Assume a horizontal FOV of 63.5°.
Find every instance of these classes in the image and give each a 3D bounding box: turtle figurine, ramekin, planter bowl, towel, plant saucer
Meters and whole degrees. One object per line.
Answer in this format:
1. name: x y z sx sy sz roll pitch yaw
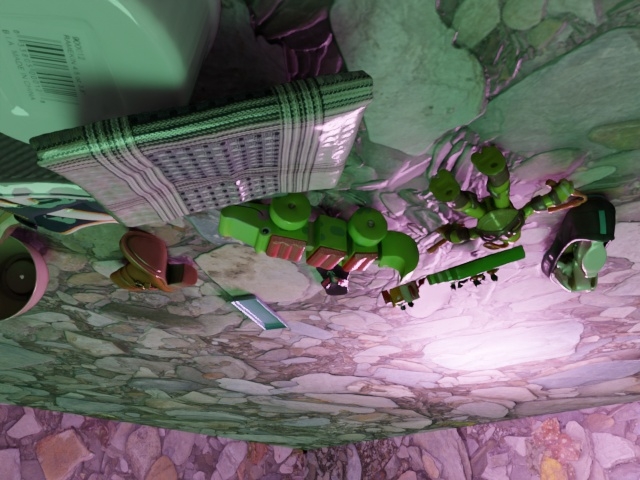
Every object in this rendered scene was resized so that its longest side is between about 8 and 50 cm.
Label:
1. turtle figurine: 0.255 -0.039 0.799 0.270 0.087 0.217 -19 144 32
2. ramekin: -0.242 -0.204 0.491 0.278 0.135 0.277 1 150 1
3. planter bowl: -0.589 0.070 0.981 0.162 0.161 0.109 1 176 1
4. towel: -0.115 -0.080 0.603 0.313 0.056 0.324 -14 174 -9
5. plant saucer: -0.145 0.176 1.259 0.067 0.018 0.192 -9 149 17

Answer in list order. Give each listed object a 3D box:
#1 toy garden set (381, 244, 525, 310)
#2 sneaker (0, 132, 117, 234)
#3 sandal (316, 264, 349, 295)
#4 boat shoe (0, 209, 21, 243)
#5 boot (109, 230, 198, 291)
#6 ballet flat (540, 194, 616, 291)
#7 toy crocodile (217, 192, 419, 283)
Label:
1. toy garden set: 0.216 0.076 0.888 0.204 0.049 0.244 -19 173 -1
2. sneaker: -0.413 -0.081 0.720 0.321 0.126 0.127 10 143 -17
3. sandal: 0.031 0.086 1.070 0.067 0.040 0.179 -3 150 7
4. boat shoe: -0.541 -0.045 0.863 0.190 0.068 0.072 -31 125 29
5. boot: -0.357 0.054 1.008 0.153 0.072 0.197 -9 146 25
6. ballet flat: 0.447 0.032 0.905 0.095 0.096 0.280 -6 149 12
7. toy crocodile: 0.000 0.000 0.861 0.341 0.105 0.115 11 148 -15
